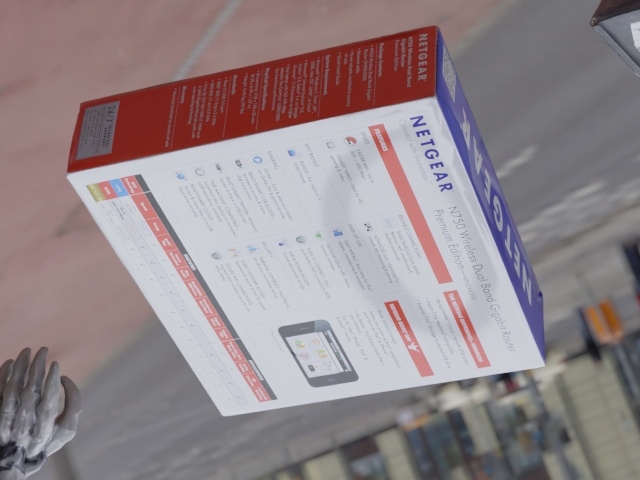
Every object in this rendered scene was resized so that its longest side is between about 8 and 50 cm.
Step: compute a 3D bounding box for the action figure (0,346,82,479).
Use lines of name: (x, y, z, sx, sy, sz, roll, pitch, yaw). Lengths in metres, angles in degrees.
action figure: (-0.196, 0.091, 0.798, 0.164, 0.275, 0.141, 14, 113, -21)

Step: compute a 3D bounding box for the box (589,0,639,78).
box: (0.423, -0.111, 1.127, 0.395, 0.318, 0.097, -9, -136, 54)

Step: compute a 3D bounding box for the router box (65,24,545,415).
router box: (0.000, 0.000, 1.412, 0.301, 0.082, 0.335, -10, 136, 16)
